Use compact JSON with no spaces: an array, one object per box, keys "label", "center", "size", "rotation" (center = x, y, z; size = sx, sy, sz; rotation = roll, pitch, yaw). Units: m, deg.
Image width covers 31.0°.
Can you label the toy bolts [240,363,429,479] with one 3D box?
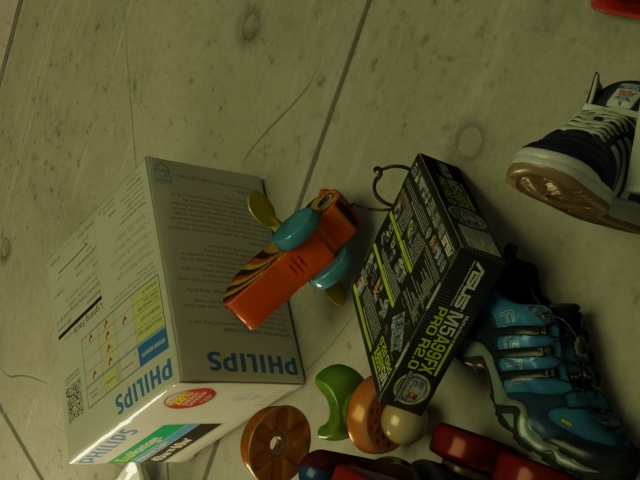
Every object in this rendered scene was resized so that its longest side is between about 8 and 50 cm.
[{"label":"toy bolts","center":[0.033,0.293,1.439],"size":[0.158,0.218,0.228],"rotation":[8,108,48]}]

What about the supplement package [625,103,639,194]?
[{"label":"supplement package","center":[0.408,-0.124,1.033],"size":[0.194,0.149,0.203],"rotation":[9,90,54]}]

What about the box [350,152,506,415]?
[{"label":"box","center":[0.120,0.044,1.383],"size":[0.270,0.060,0.216],"rotation":[-103,35,-63]}]

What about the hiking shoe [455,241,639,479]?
[{"label":"hiking shoe","center":[0.243,0.133,1.236],"size":[0.304,0.113,0.132],"rotation":[50,124,45]}]

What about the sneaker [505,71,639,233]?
[{"label":"sneaker","center":[0.270,-0.101,1.125],"size":[0.099,0.282,0.153],"rotation":[18,91,30]}]

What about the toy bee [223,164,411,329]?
[{"label":"toy bee","center":[0.000,0.000,1.584],"size":[0.162,0.298,0.195],"rotation":[-106,-3,-70]}]

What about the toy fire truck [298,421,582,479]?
[{"label":"toy fire truck","center":[0.115,0.280,1.226],"size":[0.302,0.254,0.169],"rotation":[12,80,62]}]

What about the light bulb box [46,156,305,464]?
[{"label":"light bulb box","center":[-0.239,0.122,1.796],"size":[0.358,0.225,0.361],"rotation":[-38,55,43]}]

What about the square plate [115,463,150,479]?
[{"label":"square plate","center":[-0.330,0.606,1.975],"size":[0.347,0.049,0.344],"rotation":[-55,45,32]}]

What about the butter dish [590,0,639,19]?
[{"label":"butter dish","center":[0.329,-0.319,1.203],"size":[0.160,0.118,0.160],"rotation":[26,104,52]}]
